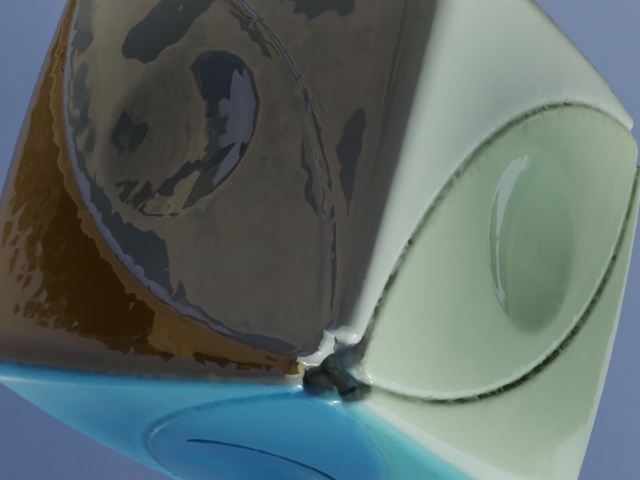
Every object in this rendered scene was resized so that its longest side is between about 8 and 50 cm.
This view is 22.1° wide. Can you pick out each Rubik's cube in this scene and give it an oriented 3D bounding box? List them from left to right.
[{"bbox_3d":[0.000,0.000,1.187,0.352,0.347,0.351,0,156,38],"label":"Rubik's cube"}]
